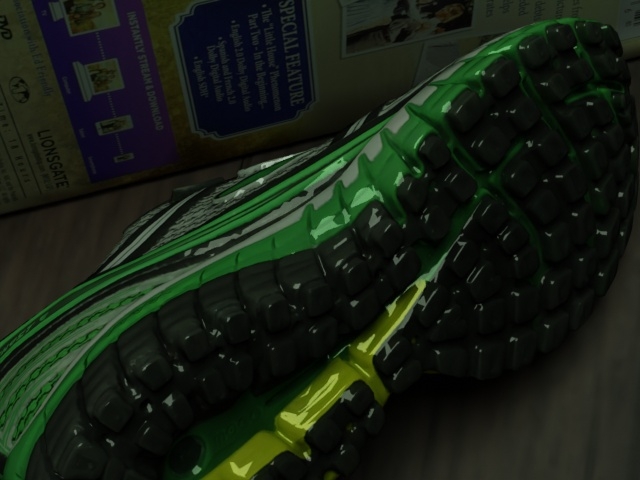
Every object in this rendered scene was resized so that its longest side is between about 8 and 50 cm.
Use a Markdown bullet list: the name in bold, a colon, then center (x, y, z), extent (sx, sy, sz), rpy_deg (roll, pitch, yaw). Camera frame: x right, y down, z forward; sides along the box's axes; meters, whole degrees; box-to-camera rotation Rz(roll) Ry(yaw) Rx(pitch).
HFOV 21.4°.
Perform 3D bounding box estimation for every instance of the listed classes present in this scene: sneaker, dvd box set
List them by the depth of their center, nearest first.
- **dvd box set**: center (0.011, -0.153, 0.684), extent (0.420, 0.308, 0.062), rpy_deg (-15, 61, -4)
- **sneaker**: center (0.000, 0.000, 0.704), extent (0.343, 0.134, 0.146), rpy_deg (-32, 32, -26)
